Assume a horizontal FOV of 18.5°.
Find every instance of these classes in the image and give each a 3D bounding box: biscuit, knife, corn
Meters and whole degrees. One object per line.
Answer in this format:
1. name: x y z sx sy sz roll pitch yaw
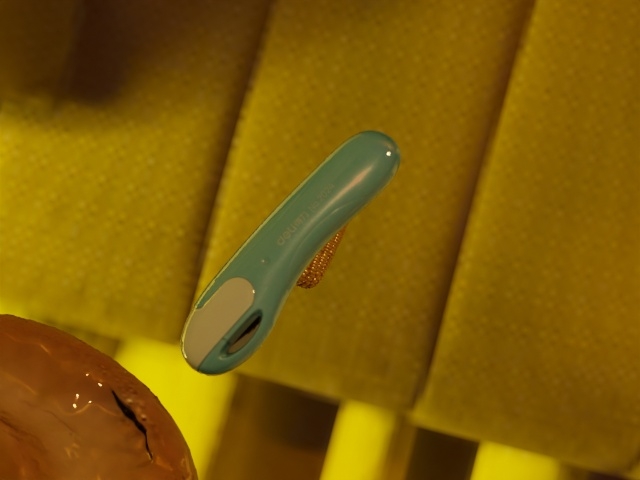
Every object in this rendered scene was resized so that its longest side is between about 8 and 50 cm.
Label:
1. biscuit: -0.207 0.157 1.027 0.296 0.296 0.102 13 143 10
2. knife: -0.021 0.009 1.433 0.064 0.222 0.031 40 178 27
3. corn: 0.000 0.000 1.781 0.037 0.092 0.037 24 -176 -2
